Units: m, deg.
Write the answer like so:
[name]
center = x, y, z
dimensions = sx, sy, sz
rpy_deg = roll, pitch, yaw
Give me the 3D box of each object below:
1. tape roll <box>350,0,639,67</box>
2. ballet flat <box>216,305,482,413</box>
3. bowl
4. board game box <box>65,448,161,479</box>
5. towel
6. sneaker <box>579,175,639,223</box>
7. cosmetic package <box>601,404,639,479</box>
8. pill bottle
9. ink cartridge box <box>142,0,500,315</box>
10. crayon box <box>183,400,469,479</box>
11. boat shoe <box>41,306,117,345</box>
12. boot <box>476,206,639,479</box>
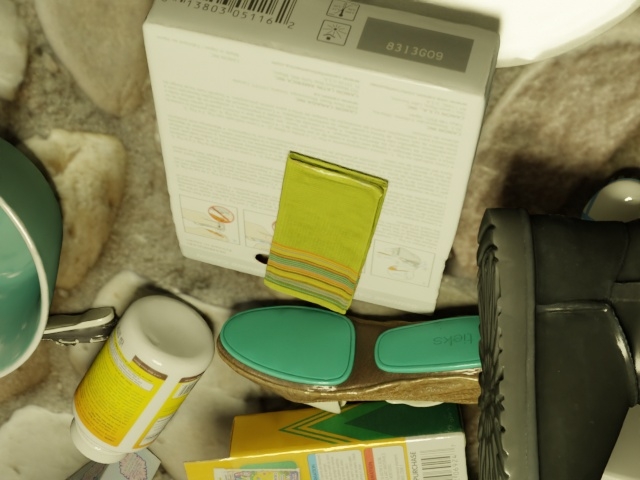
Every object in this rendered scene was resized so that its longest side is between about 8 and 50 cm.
[tape roll]
center = 0.139, -0.341, 0.892
dimensions = 0.392, 0.072, 0.392
rpy_deg = 7, 120, 12
[ballet flat]
center = 0.055, 0.144, 1.190
dimensions = 0.342, 0.116, 0.124
rpy_deg = -3, 139, 12
[bowl]
center = -0.419, -0.009, 1.179
dimensions = 0.311, 0.163, 0.312
rpy_deg = 6, 121, 11
[board game box]
center = -0.375, 0.434, 1.335
dimensions = 0.066, 0.318, 0.318
rpy_deg = 45, 120, -12
[towel]
center = 0.000, 0.000, 1.078
dimensions = 0.102, 0.021, 0.237
rpy_deg = 16, 147, 1
[sneaker]
center = 0.277, 0.043, 1.072
dimensions = 0.085, 0.086, 0.237
rpy_deg = 23, 121, 3
[cosmetic package]
center = 0.414, 0.270, 1.103
dimensions = 0.365, 0.197, 0.155
rpy_deg = 14, 122, 9
[pill bottle]
center = -0.222, 0.174, 1.260
dimensions = 0.117, 0.117, 0.215
rpy_deg = 33, 122, -6
[ink cartridge box]
center = -0.003, -0.081, 1.061
dimensions = 0.308, 0.091, 0.385
rpy_deg = 13, 148, 7
[crayon box]
center = 0.017, 0.301, 1.259
dimensions = 0.322, 0.083, 0.203
rpy_deg = -7, 118, 4
[boat shoe]
center = -0.307, 0.112, 1.291
dimensions = 0.125, 0.046, 0.038
rpy_deg = -11, 112, 11
[boot]
center = 0.373, 0.147, 0.946
dimensions = 0.445, 0.146, 0.367
rpy_deg = 1, 84, 0
